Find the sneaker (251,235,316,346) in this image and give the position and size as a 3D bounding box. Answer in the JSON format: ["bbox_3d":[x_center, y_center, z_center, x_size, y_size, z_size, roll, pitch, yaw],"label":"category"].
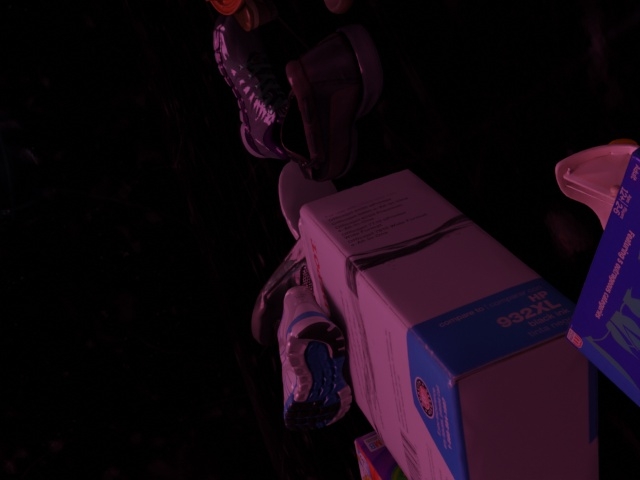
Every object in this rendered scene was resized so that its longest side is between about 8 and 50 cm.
[{"bbox_3d":[0.004,0.072,1.090,0.130,0.087,0.227,46,117,19],"label":"sneaker"}]

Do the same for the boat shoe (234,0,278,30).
[{"bbox_3d":[-0.097,-0.324,1.151,0.056,0.049,0.152,102,150,-50],"label":"boat shoe"}]

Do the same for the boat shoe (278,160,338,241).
[{"bbox_3d":[0.000,0.000,1.180,0.219,0.078,0.070,67,165,5],"label":"boat shoe"}]

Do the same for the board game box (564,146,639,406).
[{"bbox_3d":[0.221,0.063,0.420,0.210,0.047,0.160,46,155,31],"label":"board game box"}]

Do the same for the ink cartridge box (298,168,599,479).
[{"bbox_3d":[0.108,0.102,0.808,0.307,0.129,0.223,-130,24,-55],"label":"ink cartridge box"}]

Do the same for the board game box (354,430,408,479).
[{"bbox_3d":[0.160,0.295,0.850,0.275,0.144,0.142,-133,27,-56],"label":"board game box"}]

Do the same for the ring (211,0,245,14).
[{"bbox_3d":[-0.140,-0.445,1.079,0.336,0.032,0.336,168,90,-71],"label":"ring"}]

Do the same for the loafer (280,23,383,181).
[{"bbox_3d":[-0.011,-0.139,0.988,0.302,0.095,0.109,117,132,-71],"label":"loafer"}]

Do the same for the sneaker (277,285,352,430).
[{"bbox_3d":[-0.011,0.120,0.908,0.190,0.071,0.083,93,162,-44],"label":"sneaker"}]

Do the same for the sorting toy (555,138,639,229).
[{"bbox_3d":[0.190,-0.015,0.529,0.083,0.045,0.075,35,157,48],"label":"sorting toy"}]

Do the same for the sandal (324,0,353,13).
[{"bbox_3d":[-0.023,-0.317,0.863,0.090,0.060,0.219,149,101,-76],"label":"sandal"}]

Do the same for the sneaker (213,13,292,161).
[{"bbox_3d":[-0.072,-0.209,1.213,0.098,0.083,0.223,23,140,44],"label":"sneaker"}]
